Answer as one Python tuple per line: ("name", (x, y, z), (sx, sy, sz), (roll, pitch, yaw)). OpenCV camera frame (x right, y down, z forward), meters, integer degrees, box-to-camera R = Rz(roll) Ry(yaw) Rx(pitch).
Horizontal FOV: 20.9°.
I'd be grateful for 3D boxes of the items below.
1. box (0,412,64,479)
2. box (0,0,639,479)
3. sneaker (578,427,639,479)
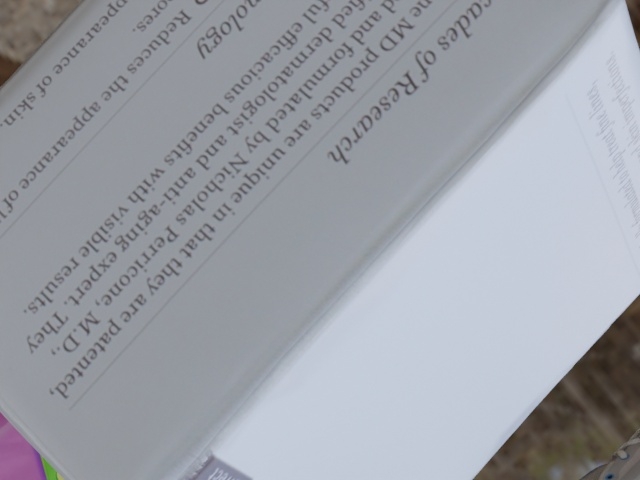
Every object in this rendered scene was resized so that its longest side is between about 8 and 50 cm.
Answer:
("box", (-0.152, 0.128, 1.124), (0.243, 0.213, 0.117), (-20, 175, 8))
("box", (0.000, 0.000, 0.509), (0.182, 0.119, 0.181), (-47, 155, -2))
("sneaker", (0.168, 0.113, 0.856), (0.071, 0.083, 0.191), (93, 9, -47))
